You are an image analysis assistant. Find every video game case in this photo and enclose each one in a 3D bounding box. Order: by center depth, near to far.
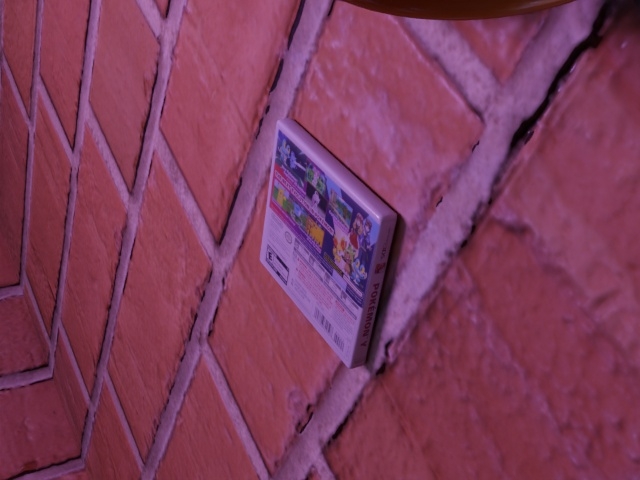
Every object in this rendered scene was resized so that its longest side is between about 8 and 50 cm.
[{"bbox_3d":[0.000,0.000,0.885,0.201,0.023,0.183,47,139,43],"label":"video game case"}]

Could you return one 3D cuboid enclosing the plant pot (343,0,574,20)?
[{"bbox_3d":[0.082,-0.247,0.460,0.205,0.205,0.187,-16,71,60],"label":"plant pot"}]
